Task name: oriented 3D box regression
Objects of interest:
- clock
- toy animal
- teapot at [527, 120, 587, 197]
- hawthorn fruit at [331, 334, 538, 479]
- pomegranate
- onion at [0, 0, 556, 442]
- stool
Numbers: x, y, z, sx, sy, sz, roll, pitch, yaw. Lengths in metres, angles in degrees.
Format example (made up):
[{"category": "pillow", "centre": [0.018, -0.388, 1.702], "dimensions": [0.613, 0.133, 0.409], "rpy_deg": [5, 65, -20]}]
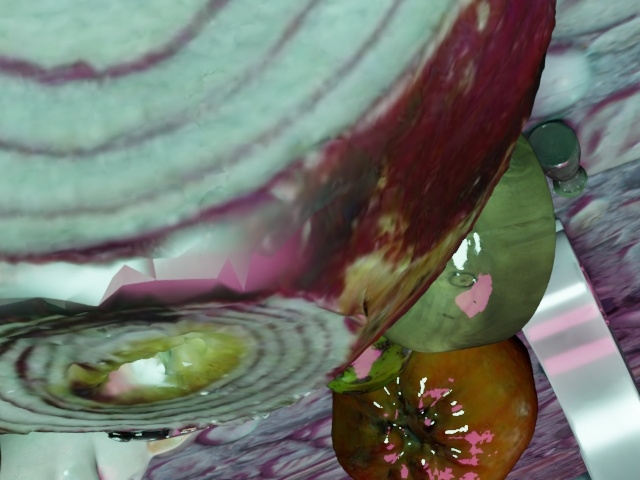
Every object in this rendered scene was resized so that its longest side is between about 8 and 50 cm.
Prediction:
[{"category": "clock", "centre": [0.278, 0.141, 1.171], "dimensions": [0.080, 0.290, 0.275], "rpy_deg": [-25, 149, 12]}, {"category": "toy animal", "centre": [-0.227, 0.215, 1.081], "dimensions": [0.282, 0.138, 0.140], "rpy_deg": [8, 175, -42]}, {"category": "teapot", "centre": [0.205, -0.066, 0.972], "dimensions": [0.042, 0.043, 0.110], "rpy_deg": [-27, 160, 12]}, {"category": "hawthorn fruit", "centre": [0.123, 0.157, 1.189], "dimensions": [0.224, 0.224, 0.261], "rpy_deg": [-31, 175, 22]}, {"category": "pomegranate", "centre": [0.045, 0.069, 1.017], "dimensions": [0.163, 0.126, 0.138], "rpy_deg": [-20, 144, -4]}, {"category": "onion", "centre": [-0.073, -0.053, 0.461], "dimensions": [0.336, 0.282, 0.260], "rpy_deg": [-20, 153, -3]}, {"category": "stool", "centre": [0.000, 0.000, 0.765], "dimensions": [0.264, 0.179, 0.179], "rpy_deg": [-6, 152, -31]}]
